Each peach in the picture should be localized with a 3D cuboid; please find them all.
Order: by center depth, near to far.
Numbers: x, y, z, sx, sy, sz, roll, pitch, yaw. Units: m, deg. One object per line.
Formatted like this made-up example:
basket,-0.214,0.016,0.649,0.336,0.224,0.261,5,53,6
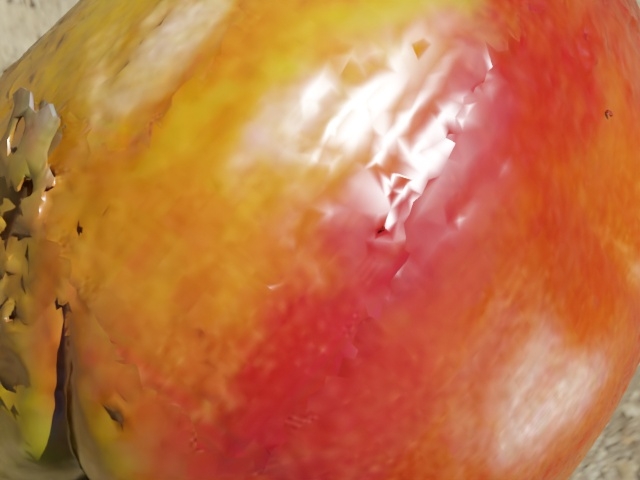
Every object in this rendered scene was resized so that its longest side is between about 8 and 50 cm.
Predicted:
peach,0.002,0.000,0.751,0.290,0.372,0.372,8,72,39
